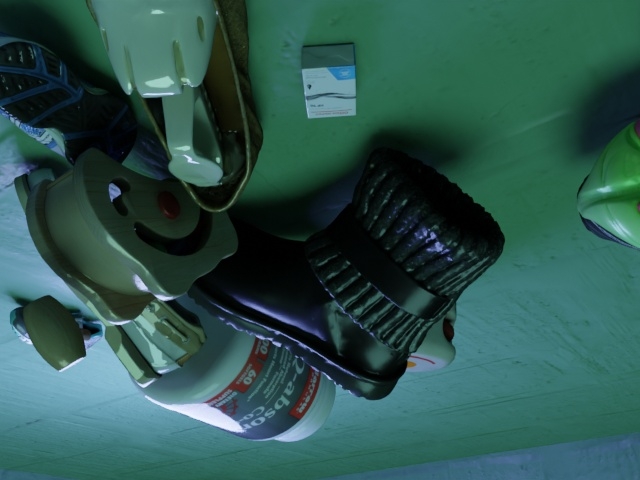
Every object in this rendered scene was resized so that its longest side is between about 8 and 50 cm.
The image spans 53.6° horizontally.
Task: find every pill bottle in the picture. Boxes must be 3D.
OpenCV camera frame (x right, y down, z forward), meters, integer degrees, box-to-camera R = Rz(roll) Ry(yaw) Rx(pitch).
[{"bbox_3d":[-0.118,0.197,1.003,0.210,0.210,0.363,-13,149,19],"label":"pill bottle"}]

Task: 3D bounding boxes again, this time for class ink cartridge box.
[{"bbox_3d":[0.009,-0.141,0.591,0.048,0.028,0.083,-3,151,3],"label":"ink cartridge box"}]

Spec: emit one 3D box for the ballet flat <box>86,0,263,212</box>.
[{"bbox_3d":[-0.112,-0.133,0.504,0.116,0.124,0.342,-3,150,2],"label":"ballet flat"}]

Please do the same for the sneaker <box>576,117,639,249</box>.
[{"bbox_3d":[0.491,-0.077,0.634,0.482,0.185,0.202,-2,176,-1],"label":"sneaker"}]

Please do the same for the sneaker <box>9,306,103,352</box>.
[{"bbox_3d":[-0.433,0.140,1.053,0.076,0.065,0.166,-31,146,15],"label":"sneaker"}]

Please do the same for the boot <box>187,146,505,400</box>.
[{"bbox_3d":[0.002,-0.001,0.720,0.347,0.131,0.260,29,124,6],"label":"boot"}]

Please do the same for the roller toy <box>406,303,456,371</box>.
[{"bbox_3d":[0.102,0.104,0.913,0.209,0.146,0.191,15,157,-25],"label":"roller toy"}]

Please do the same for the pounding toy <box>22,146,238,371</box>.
[{"bbox_3d":[-0.213,0.004,0.623,0.154,0.269,0.154,-26,99,23],"label":"pounding toy"}]

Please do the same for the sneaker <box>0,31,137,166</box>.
[{"bbox_3d":[-0.240,-0.126,0.578,0.081,0.080,0.211,33,170,19],"label":"sneaker"}]

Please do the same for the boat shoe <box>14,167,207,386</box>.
[{"bbox_3d":[-0.243,0.034,0.761,0.103,0.113,0.302,-29,120,-8],"label":"boat shoe"}]
